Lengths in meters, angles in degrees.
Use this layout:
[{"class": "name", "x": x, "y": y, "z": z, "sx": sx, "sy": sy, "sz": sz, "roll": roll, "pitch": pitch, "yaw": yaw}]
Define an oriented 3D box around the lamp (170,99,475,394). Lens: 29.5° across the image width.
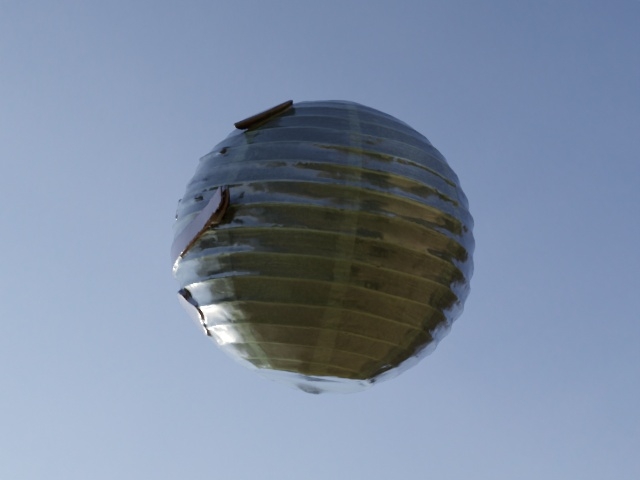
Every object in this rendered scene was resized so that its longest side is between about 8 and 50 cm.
[{"class": "lamp", "x": 0.000, "y": 0.000, "z": 0.940, "sx": 0.233, "sy": 0.233, "sz": 0.265, "roll": 4, "pitch": -17, "yaw": -11}]
